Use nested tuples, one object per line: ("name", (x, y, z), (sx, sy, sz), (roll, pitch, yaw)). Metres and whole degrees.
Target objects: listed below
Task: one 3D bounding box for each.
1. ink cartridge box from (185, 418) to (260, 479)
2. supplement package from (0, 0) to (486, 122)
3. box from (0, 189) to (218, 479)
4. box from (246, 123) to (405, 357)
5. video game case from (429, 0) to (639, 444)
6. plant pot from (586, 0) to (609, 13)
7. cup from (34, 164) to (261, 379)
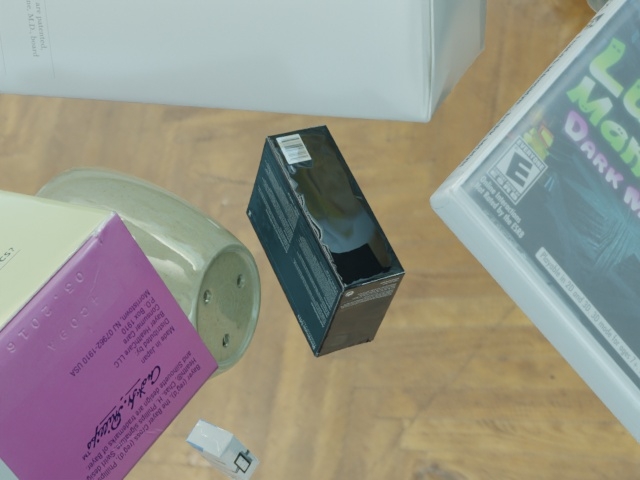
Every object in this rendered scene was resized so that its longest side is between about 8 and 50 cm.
("ink cartridge box", (-0.096, 0.220, 1.288), (0.048, 0.083, 0.028), (19, 66, 35))
("supplement package", (-0.056, -0.184, 0.758), (0.293, 0.177, 0.175), (5, 113, 16))
("box", (-0.220, 0.082, 0.664), (0.243, 0.117, 0.213), (11, 50, 43))
("box", (0.000, 0.000, 1.742), (0.103, 0.184, 0.261), (-13, 60, -25))
("video game case", (0.160, -0.003, 0.542), (0.173, 0.190, 0.022), (-46, 9, -29))
("plant pot", (0.328, -0.202, 0.864), (0.248, 0.252, 0.247), (-88, 6, -68))
("cup", (-0.219, 0.074, 1.646), (0.237, 0.331, 0.331), (6, 70, 26))
